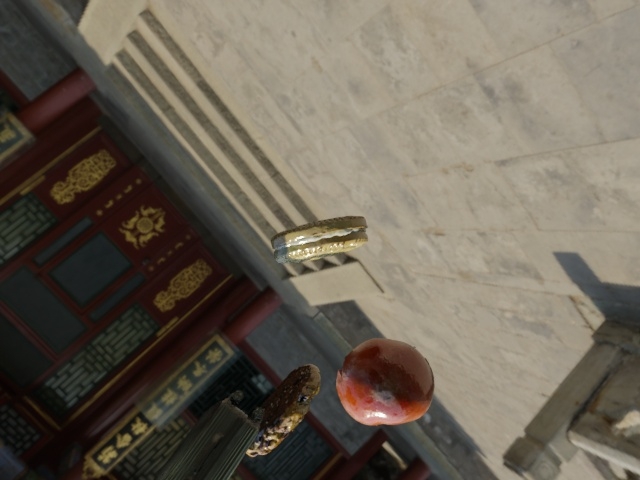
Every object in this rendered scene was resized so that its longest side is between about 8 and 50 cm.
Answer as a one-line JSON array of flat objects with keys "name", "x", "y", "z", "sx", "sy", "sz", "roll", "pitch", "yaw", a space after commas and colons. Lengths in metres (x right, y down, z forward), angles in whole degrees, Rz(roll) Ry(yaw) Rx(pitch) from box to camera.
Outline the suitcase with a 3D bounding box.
[{"name": "suitcase", "x": -0.274, "y": 0.519, "z": 1.307, "sx": 0.128, "sy": 0.312, "sz": 0.202, "roll": 41, "pitch": 143, "yaw": -3}]

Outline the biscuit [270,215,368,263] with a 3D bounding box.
[{"name": "biscuit", "x": 0.000, "y": 0.000, "z": 1.357, "sx": 0.259, "sy": 0.259, "sz": 0.079, "roll": 147, "pitch": 110, "yaw": -76}]

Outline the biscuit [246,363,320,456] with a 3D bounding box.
[{"name": "biscuit", "x": -0.114, "y": 0.531, "z": 1.721, "sx": 0.081, "sy": 0.334, "sz": 0.289, "roll": 43, "pitch": 179, "yaw": -8}]

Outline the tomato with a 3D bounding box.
[{"name": "tomato", "x": 0.147, "y": 0.323, "z": 1.253, "sx": 0.112, "sy": 0.228, "sz": 0.199, "roll": 56, "pitch": -161, "yaw": -82}]
